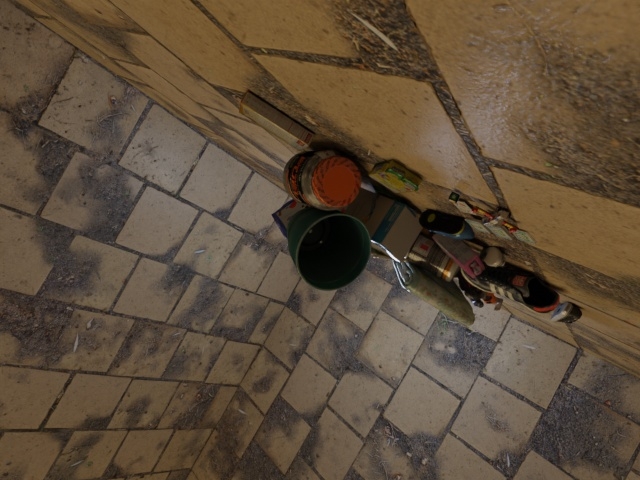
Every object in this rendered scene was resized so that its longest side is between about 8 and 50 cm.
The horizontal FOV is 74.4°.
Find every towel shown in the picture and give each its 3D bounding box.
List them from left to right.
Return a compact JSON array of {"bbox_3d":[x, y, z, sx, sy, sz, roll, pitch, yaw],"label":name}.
[{"bbox_3d":[0.253,-0.152,1.572,0.113,0.023,0.152,29,179,20],"label":"towel"},{"bbox_3d":[0.476,0.182,1.807,0.320,0.090,0.374,29,-162,-9],"label":"towel"}]

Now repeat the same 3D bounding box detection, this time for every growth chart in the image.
[{"bbox_3d":[0.228,0.033,1.688,0.171,0.021,0.237,5,-162,-28],"label":"growth chart"}]

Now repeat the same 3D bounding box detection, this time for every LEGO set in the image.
[{"bbox_3d":[0.423,-0.045,1.087,0.244,0.060,0.182,31,175,-40],"label":"LEGO set"}]

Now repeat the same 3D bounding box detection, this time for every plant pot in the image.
[{"bbox_3d":[0.000,0.000,1.489,0.271,0.272,0.255,30,-174,-30],"label":"plant pot"}]

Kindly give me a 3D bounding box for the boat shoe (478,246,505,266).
[{"bbox_3d":[0.592,0.063,1.431,0.063,0.066,0.184,20,178,4],"label":"boat shoe"}]

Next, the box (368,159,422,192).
[{"bbox_3d":[0.207,-0.175,1.170,0.105,0.043,0.179,31,-179,-12],"label":"box"}]

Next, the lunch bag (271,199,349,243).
[{"bbox_3d":[0.012,-0.046,1.879,0.386,0.327,0.239,56,172,-9],"label":"lunch bag"}]

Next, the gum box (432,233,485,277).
[{"bbox_3d":[0.494,0.044,1.501,0.107,0.062,0.188,40,-170,-43],"label":"gum box"}]

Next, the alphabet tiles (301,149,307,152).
[{"bbox_3d":[0.030,-0.287,1.695,0.237,0.009,0.198,30,179,6],"label":"alphabet tiles"}]

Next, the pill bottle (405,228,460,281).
[{"bbox_3d":[0.436,0.036,1.703,0.278,0.162,0.162,30,179,21],"label":"pill bottle"}]

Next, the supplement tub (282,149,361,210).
[{"bbox_3d":[0.002,-0.203,1.402,0.193,0.194,0.316,30,178,-23],"label":"supplement tub"}]

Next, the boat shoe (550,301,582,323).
[{"bbox_3d":[0.978,0.294,1.669,0.076,0.080,0.228,31,172,23],"label":"boat shoe"}]

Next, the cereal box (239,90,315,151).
[{"bbox_3d":[-0.141,-0.370,1.332,0.240,0.047,0.173,30,179,-15],"label":"cereal box"}]

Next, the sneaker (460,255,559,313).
[{"bbox_3d":[0.683,0.145,1.515,0.349,0.131,0.148,24,171,15],"label":"sneaker"}]

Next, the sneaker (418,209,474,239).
[{"bbox_3d":[0.403,-0.044,1.356,0.082,0.069,0.209,26,-179,-31],"label":"sneaker"}]

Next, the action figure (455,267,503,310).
[{"bbox_3d":[0.691,0.149,1.898,0.330,0.178,0.341,42,-163,-53],"label":"action figure"}]

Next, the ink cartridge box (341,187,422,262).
[{"bbox_3d":[0.222,-0.062,1.565,0.232,0.168,0.171,30,176,44],"label":"ink cartridge box"}]
